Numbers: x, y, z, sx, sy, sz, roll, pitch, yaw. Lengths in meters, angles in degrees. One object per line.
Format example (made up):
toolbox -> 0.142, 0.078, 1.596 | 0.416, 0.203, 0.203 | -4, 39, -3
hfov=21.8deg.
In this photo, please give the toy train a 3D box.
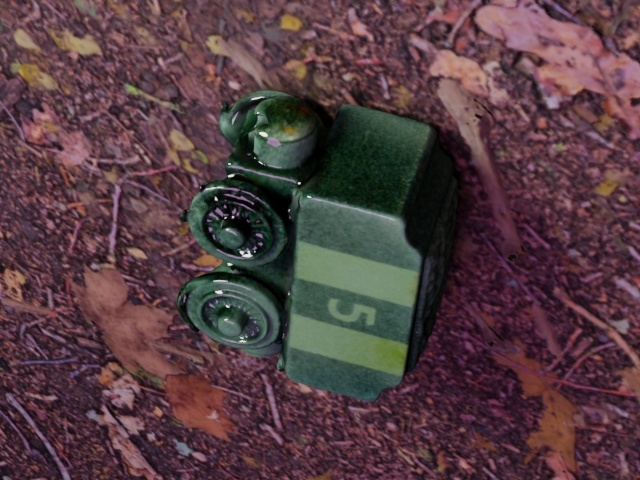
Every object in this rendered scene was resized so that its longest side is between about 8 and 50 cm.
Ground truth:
toy train -> 0.000, 0.000, 1.498 | 0.238, 0.167, 0.299 | 15, 139, 7
